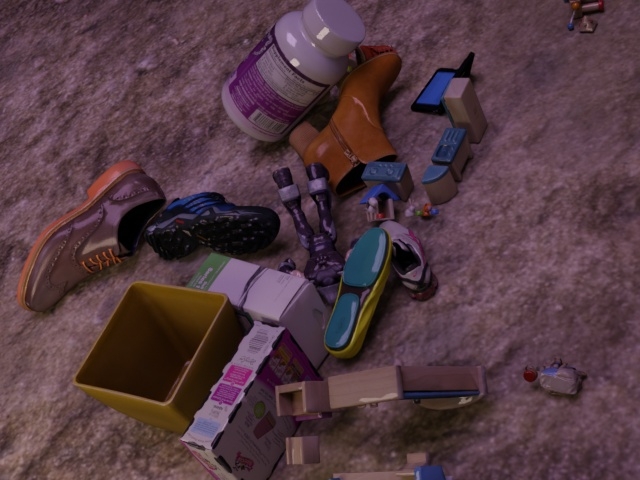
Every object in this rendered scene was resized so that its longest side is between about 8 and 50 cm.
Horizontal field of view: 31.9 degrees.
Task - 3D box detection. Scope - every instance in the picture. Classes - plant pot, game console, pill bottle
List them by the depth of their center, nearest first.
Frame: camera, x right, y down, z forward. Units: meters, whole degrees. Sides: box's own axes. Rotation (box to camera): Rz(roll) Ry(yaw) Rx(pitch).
[{"bbox_3d":[-0.239,0.215,1.864,0.212,0.187,0.212,6,55,33],"label":"plant pot"},{"bbox_3d":[0.237,-0.310,2.181,0.071,0.107,0.122,29,66,12],"label":"game console"},{"bbox_3d":[-0.051,-0.344,2.205,0.301,0.169,0.169,-42,33,36],"label":"pill bottle"}]

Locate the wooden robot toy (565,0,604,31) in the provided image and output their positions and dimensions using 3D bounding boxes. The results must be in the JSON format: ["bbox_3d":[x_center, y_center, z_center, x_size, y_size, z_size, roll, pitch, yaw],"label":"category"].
[{"bbox_3d":[0.508,-0.486,2.187,0.076,0.079,0.173,-13,46,18],"label":"wooden robot toy"}]

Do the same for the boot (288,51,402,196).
[{"bbox_3d":[0.095,-0.219,2.162,0.295,0.104,0.211,-41,49,-4],"label":"boot"}]

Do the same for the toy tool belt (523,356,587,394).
[{"bbox_3d":[0.350,0.200,1.667,0.083,0.052,0.051,10,25,31],"label":"toy tool belt"}]

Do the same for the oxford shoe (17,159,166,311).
[{"bbox_3d":[-0.453,0.011,2.208,0.132,0.130,0.364,39,89,29],"label":"oxford shoe"}]

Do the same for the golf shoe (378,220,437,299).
[{"bbox_3d":[0.142,0.015,1.918,0.067,0.086,0.186,-31,41,0],"label":"golf shoe"}]

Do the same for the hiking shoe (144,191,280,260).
[{"bbox_3d":[-0.200,-0.048,2.133,0.304,0.113,0.132,-3,47,32],"label":"hiking shoe"}]

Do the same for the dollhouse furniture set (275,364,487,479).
[{"bbox_3d":[0.106,0.348,1.646,0.286,0.198,0.304,-17,73,45],"label":"dollhouse furniture set"}]

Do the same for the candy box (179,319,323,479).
[{"bbox_3d":[-0.104,0.266,1.765,0.071,0.159,0.233,9,55,36],"label":"candy box"}]

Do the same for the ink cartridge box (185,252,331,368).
[{"bbox_3d":[-0.097,0.122,1.893,0.219,0.160,0.093,14,57,38],"label":"ink cartridge box"}]

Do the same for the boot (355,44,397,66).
[{"bbox_3d":[0.113,-0.375,2.278,0.084,0.059,0.158,-8,12,9],"label":"boot"}]

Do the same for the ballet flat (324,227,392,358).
[{"bbox_3d":[0.069,0.092,1.870,0.077,0.077,0.231,10,71,33],"label":"ballet flat"}]

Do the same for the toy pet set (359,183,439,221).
[{"bbox_3d":[0.129,-0.071,1.989,0.122,0.065,0.114,-4,-2,-24],"label":"toy pet set"}]

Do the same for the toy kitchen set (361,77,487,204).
[{"bbox_3d":[0.184,-0.185,2.053,0.166,0.122,0.207,6,54,32],"label":"toy kitchen set"}]

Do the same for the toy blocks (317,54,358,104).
[{"bbox_3d":[0.018,-0.364,2.359,0.123,0.054,0.148,-21,43,11],"label":"toy blocks"}]

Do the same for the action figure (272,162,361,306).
[{"bbox_3d":[0.000,0.000,1.987,0.185,0.099,0.285,-13,65,-3],"label":"action figure"}]
